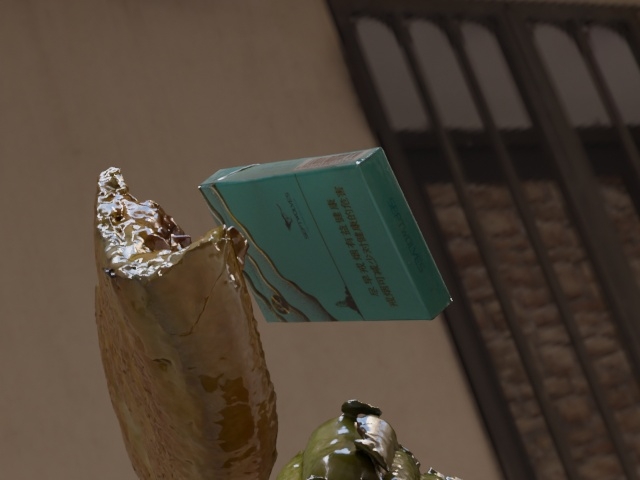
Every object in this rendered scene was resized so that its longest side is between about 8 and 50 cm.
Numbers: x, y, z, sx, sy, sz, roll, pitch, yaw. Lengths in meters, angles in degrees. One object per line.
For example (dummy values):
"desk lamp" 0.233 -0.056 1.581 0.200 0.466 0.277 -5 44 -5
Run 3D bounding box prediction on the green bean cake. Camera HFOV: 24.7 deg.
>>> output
"green bean cake" 0.044 0.354 1.397 0.310 0.285 0.202 -56 1 13

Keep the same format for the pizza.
"pizza" -0.083 0.067 0.843 0.073 0.182 0.365 -19 -28 -14

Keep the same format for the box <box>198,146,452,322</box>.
"box" 0.000 0.000 1.356 0.229 0.162 0.041 -5 27 48
